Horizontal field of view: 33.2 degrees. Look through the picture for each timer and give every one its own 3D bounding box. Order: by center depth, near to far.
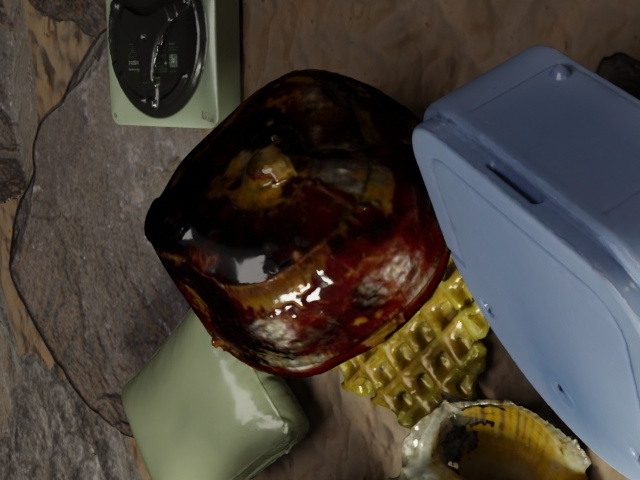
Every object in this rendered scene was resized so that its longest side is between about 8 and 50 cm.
[{"bbox_3d":[0.262,0.037,0.937,0.395,0.173,0.395,55,171,13],"label":"timer"}]

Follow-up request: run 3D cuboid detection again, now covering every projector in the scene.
[{"bbox_3d":[-0.222,-0.293,1.542,0.257,0.079,0.259,8,103,45],"label":"projector"}]

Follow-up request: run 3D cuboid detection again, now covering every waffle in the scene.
[{"bbox_3d":[0.095,0.086,1.284,0.291,0.051,0.291,8,101,43],"label":"waffle"}]

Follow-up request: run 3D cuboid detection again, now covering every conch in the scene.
[{"bbox_3d":[0.179,0.256,1.153,0.245,0.163,0.178,-2,112,17],"label":"conch"}]

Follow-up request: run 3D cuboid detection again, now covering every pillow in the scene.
[{"bbox_3d":[-0.162,0.239,1.523,0.322,0.119,0.255,-46,63,40],"label":"pillow"}]

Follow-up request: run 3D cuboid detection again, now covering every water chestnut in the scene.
[{"bbox_3d":[0.000,0.000,1.162,0.335,0.347,0.335,-21,43,21],"label":"water chestnut"}]
